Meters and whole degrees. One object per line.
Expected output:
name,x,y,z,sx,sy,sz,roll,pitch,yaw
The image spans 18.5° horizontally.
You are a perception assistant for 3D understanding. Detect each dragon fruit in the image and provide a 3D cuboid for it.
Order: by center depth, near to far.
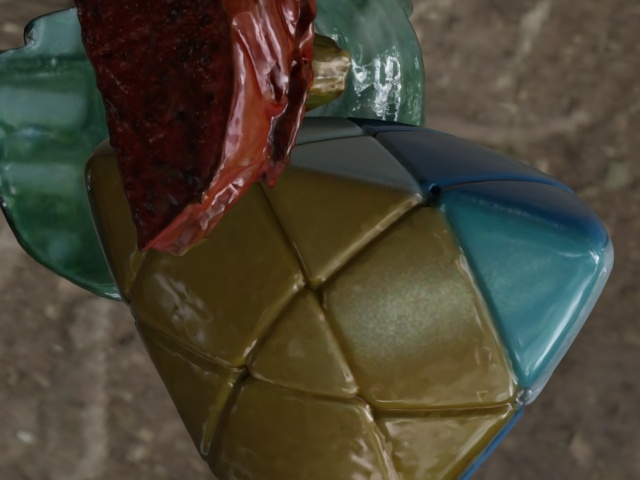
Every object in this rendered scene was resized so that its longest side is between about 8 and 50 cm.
dragon fruit,-0.031,-0.085,0.734,0.106,0.083,0.162,-11,81,-53

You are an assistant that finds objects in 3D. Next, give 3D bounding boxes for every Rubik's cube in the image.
Rubik's cube,0.000,0.000,0.961,0.254,0.254,0.254,-9,106,-33

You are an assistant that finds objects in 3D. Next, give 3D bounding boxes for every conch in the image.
conch,-0.024,-0.102,1.124,0.220,0.195,0.277,-63,172,12

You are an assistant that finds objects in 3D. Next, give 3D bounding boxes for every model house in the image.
model house,-0.094,-0.102,1.646,0.295,0.329,0.251,-9,102,9
